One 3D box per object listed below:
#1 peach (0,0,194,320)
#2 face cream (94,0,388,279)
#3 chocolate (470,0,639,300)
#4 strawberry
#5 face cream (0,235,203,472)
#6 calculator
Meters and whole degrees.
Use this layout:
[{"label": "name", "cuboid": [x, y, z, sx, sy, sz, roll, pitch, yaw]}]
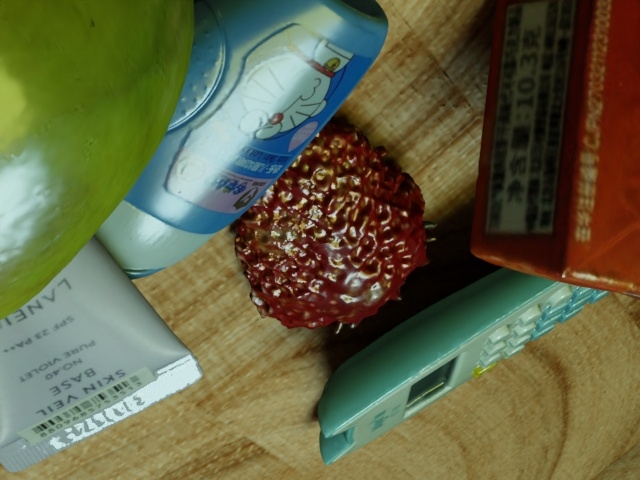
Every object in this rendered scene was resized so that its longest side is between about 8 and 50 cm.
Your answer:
[{"label": "peach", "cuboid": [-0.210, -0.096, 0.949, 0.315, 0.281, 0.314, -41, 155, 23]}, {"label": "face cream", "cuboid": [-0.075, -0.076, 1.293, 0.149, 0.083, 0.264, 21, 118, -46]}, {"label": "chocolate", "cuboid": [0.216, -0.077, 1.459, 0.235, 0.108, 0.237, 11, 86, -52]}, {"label": "strawberry", "cuboid": [0.003, 0.004, 1.475, 0.167, 0.087, 0.208, -41, 147, 10]}, {"label": "face cream", "cuboid": [-0.191, 0.038, 1.263, 0.154, 0.096, 0.274, -29, 133, -4]}, {"label": "calculator", "cuboid": [0.161, 0.067, 1.675, 0.386, 0.054, 0.256, -28, 168, -6]}]
